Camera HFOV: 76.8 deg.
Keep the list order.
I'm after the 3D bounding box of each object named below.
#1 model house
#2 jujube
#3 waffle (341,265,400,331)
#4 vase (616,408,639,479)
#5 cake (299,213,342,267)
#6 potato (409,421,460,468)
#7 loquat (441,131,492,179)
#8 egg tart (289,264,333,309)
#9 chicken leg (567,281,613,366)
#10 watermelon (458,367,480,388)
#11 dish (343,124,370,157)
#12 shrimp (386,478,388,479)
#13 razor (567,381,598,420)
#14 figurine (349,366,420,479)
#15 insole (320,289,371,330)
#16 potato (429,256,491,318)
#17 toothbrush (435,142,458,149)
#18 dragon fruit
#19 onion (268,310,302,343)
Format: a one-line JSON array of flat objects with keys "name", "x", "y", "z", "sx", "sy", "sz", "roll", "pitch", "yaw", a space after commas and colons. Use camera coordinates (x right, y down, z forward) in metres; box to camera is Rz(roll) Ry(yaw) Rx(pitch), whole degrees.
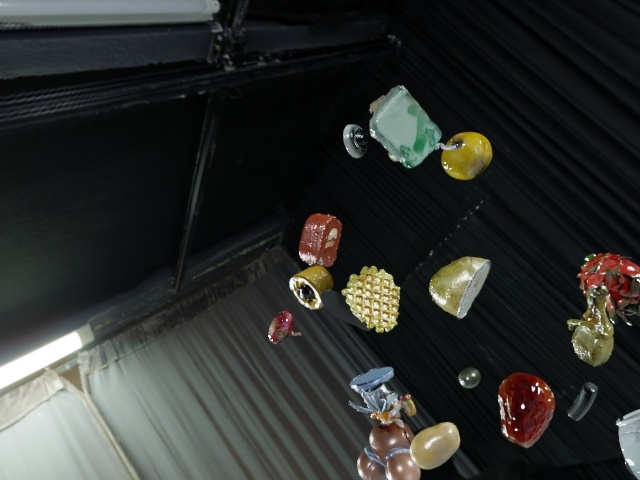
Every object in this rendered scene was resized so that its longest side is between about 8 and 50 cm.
[{"name": "model house", "x": 0.273, "y": -0.441, "z": 1.617, "sx": 0.194, "sy": 0.267, "sz": 0.325, "roll": -51, "pitch": 25, "yaw": 0}, {"name": "jujube", "x": 0.753, "y": 0.624, "z": 1.494, "sx": 0.255, "sy": 0.190, "sz": 0.190, "roll": -61, "pitch": -7, "yaw": -22}, {"name": "waffle", "x": 0.259, "y": 0.265, "z": 1.892, "sx": 0.312, "sy": 0.307, "sz": 0.060, "roll": -39, "pitch": -12, "yaw": -34}, {"name": "vase", "x": 1.084, "y": 0.550, "z": 1.086, "sx": 0.250, "sy": 0.250, "sz": 0.445, "roll": -25, "pitch": -11, "yaw": -44}, {"name": "cake", "x": 0.000, "y": 0.000, "z": 2.094, "sx": 0.177, "sy": 0.151, "sz": 0.283, "roll": 7, "pitch": -83, "yaw": -63}, {"name": "potato", "x": 0.373, "y": 0.660, "z": 1.307, "sx": 0.178, "sy": 0.118, "sz": 0.109, "roll": -35, "pitch": 12, "yaw": -2}, {"name": "loquat", "x": 0.631, "y": -0.381, "z": 1.768, "sx": 0.213, "sy": 0.213, "sz": 0.246, "roll": -44, "pitch": -41, "yaw": 11}, {"name": "egg tart", "x": -0.037, "y": 0.231, "z": 2.027, "sx": 0.171, "sy": 0.215, "sz": 0.215, "roll": -40, "pitch": -13, "yaw": -39}, {"name": "chicken leg", "x": 0.747, "y": 0.229, "z": 1.115, "sx": 0.088, "sy": 0.227, "sz": 0.103, "roll": 1, "pitch": -6, "yaw": -1}, {"name": "watermelon", "x": 0.600, "y": 0.549, "z": 1.621, "sx": 0.111, "sy": 0.078, "sz": 0.078, "roll": -6, "pitch": -36, "yaw": -52}, {"name": "dish", "x": 0.166, "y": -0.416, "z": 1.656, "sx": 0.078, "sy": 0.141, "sz": 0.141, "roll": -10, "pitch": 8, "yaw": 41}, {"name": "shrimp", "x": 0.338, "y": 0.981, "z": 1.775, "sx": 0.317, "sy": 0.062, "sz": 0.164, "roll": -37, "pitch": -47, "yaw": -47}, {"name": "razor", "x": 1.000, "y": 0.615, "z": 1.538, "sx": 0.090, "sy": 0.054, "sz": 0.148, "roll": 1, "pitch": -66, "yaw": -49}, {"name": "figurine", "x": 0.252, "y": 0.723, "z": 1.573, "sx": 0.248, "sy": 0.388, "sz": 0.277, "roll": -14, "pitch": -9, "yaw": -40}, {"name": "insole", "x": 0.130, "y": 0.335, "z": 1.919, "sx": 0.110, "sy": 0.309, "sz": 0.012, "roll": -62, "pitch": 14, "yaw": -7}, {"name": "potato", "x": 0.627, "y": 0.181, "z": 1.853, "sx": 0.299, "sy": 0.196, "sz": 0.246, "roll": -55, "pitch": -33, "yaw": -8}, {"name": "toothbrush", "x": 0.483, "y": -0.364, "z": 1.564, "sx": 0.269, "sy": 0.021, "sz": 0.027, "roll": -90, "pitch": 5, "yaw": -77}, {"name": "dragon fruit", "x": 0.985, "y": 0.157, "z": 1.351, "sx": 0.193, "sy": 0.274, "sz": 0.192, "roll": 14, "pitch": -43, "yaw": -30}, {"name": "onion", "x": -0.149, "y": 0.393, "z": 1.779, "sx": 0.150, "sy": 0.140, "sz": 0.150, "roll": -58, "pitch": 15, "yaw": 25}]
